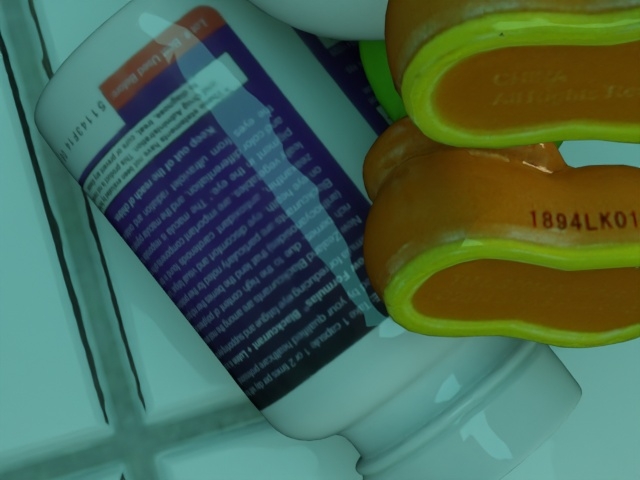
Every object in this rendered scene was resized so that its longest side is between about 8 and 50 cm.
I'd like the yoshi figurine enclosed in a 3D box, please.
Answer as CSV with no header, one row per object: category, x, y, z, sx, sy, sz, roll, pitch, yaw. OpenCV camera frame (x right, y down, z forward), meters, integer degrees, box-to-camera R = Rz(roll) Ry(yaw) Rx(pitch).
yoshi figurine,0.074,-0.156,0.512,0.203,0.203,0.362,-29,51,26

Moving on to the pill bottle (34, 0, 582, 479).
pill bottle,0.000,0.000,0.540,0.108,0.108,0.193,-38,89,-11
